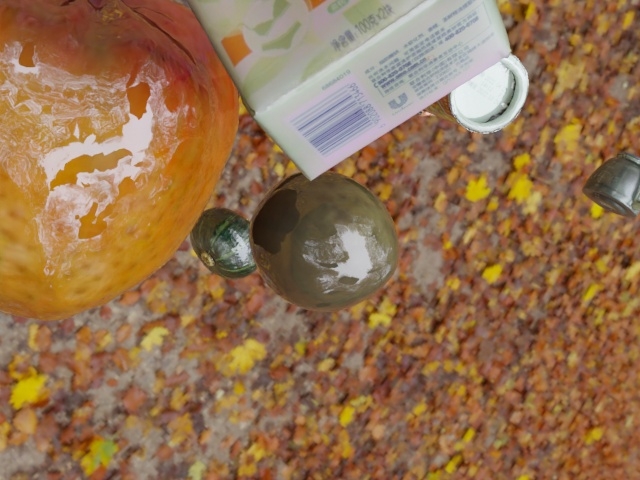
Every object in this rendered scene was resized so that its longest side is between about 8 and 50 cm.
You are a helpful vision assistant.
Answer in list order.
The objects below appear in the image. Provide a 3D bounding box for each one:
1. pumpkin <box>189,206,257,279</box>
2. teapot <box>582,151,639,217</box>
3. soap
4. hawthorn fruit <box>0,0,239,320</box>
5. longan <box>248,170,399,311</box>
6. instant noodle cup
[{"bbox_3d":[-0.191,0.006,1.770,0.125,0.167,0.167,-28,130,-31],"label":"pumpkin"},{"bbox_3d":[0.554,-0.108,1.555,0.111,0.149,0.108,30,89,-6],"label":"teapot"},{"bbox_3d":[0.012,-0.184,0.666,0.199,0.182,0.138,-32,155,9],"label":"soap"},{"bbox_3d":[-0.337,-0.133,1.093,0.472,0.472,0.472,-23,128,-34],"label":"hawthorn fruit"},{"bbox_3d":[0.000,0.000,1.149,0.196,0.220,0.196,-5,105,-18],"label":"longan"},{"bbox_3d":[0.228,-0.263,1.385,0.193,0.212,0.193,-6,115,-13],"label":"instant noodle cup"}]
